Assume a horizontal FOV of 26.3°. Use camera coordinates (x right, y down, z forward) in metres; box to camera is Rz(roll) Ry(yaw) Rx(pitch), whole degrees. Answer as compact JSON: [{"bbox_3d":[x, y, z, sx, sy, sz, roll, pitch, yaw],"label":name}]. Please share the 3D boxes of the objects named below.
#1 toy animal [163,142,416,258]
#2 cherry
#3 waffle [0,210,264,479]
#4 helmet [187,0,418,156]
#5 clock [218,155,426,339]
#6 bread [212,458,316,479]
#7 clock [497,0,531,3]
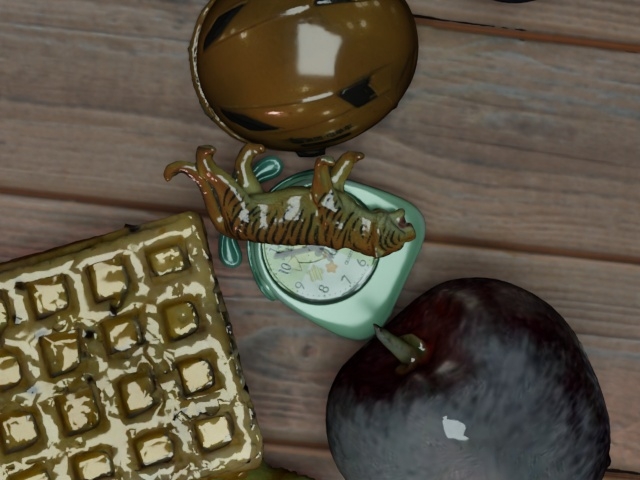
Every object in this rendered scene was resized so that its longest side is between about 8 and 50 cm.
[{"bbox_3d":[-0.027,-0.036,1.278,0.241,0.057,0.099,3,103,-6],"label":"toy animal"},{"bbox_3d":[0.140,0.165,1.297,0.255,0.218,0.296,-46,110,-7],"label":"cherry"},{"bbox_3d":[-0.259,0.144,1.287,0.376,0.114,0.261,-16,86,-8],"label":"waffle"},{"bbox_3d":[-0.015,-0.177,1.292,0.224,0.130,0.198,-14,95,-1],"label":"helmet"},{"bbox_3d":[0.000,0.000,1.348,0.188,0.060,0.148,27,95,-6],"label":"clock"},{"bbox_3d":[-0.125,0.401,1.340,0.233,0.245,0.362,26,51,3],"label":"bread"},{"bbox_3d":[0.200,-0.340,1.282,0.199,0.146,0.243,36,86,-12],"label":"clock"}]
